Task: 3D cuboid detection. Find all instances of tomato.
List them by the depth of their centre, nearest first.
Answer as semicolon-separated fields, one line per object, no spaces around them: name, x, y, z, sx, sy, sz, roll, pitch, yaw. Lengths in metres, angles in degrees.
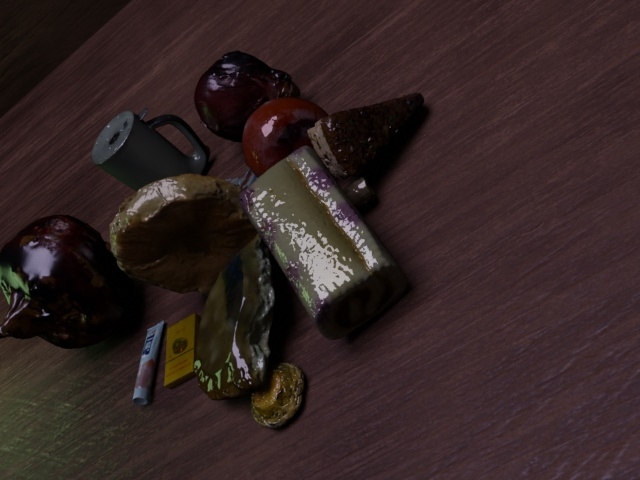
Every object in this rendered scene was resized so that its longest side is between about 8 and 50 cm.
tomato;-0.064;-0.210;1.515;0.184;0.208;0.208;1;59;58

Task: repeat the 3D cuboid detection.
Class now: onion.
onion;-0.200;-0.373;1.779;0.281;0.221;0.281;-18;22;8

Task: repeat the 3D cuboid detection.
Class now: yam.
yam;-0.012;-0.023;1.432;0.299;0.066;0.066;-37;41;14

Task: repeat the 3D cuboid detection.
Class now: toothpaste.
toothpaste;-0.388;0.273;1.569;0.056;0.036;0.205;-25;41;25

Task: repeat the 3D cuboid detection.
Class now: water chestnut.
water chestnut;-0.629;0.123;1.660;0.335;0.335;0.347;-17;22;33

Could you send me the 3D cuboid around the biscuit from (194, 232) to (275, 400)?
biscuit;-0.162;0.161;1.352;0.329;0.078;0.335;-62;29;15

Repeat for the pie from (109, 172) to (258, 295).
pie;-0.270;-0.005;1.455;0.339;0.339;0.083;-32;40;20

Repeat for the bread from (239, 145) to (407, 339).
bread;0.000;0.000;1.286;0.187;0.155;0.338;-34;55;-2

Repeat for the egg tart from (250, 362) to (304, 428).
egg tart;-0.083;0.276;1.268;0.130;0.052;0.130;-27;41;27

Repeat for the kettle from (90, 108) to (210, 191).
kettle;-0.430;-0.220;1.824;0.240;0.255;0.165;-46;37;8

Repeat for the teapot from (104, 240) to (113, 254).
teapot;-0.601;0.063;1.886;0.116;0.116;0.173;-16;28;33

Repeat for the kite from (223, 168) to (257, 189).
kite;-0.178;-0.151;1.731;0.314;0.011;0.335;3;60;45

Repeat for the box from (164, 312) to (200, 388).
box;-0.303;0.240;1.524;0.087;0.023;0.155;-32;42;24

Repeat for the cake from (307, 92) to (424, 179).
cake;0.089;-0.252;1.423;0.246;0.135;0.112;-49;20;-14
